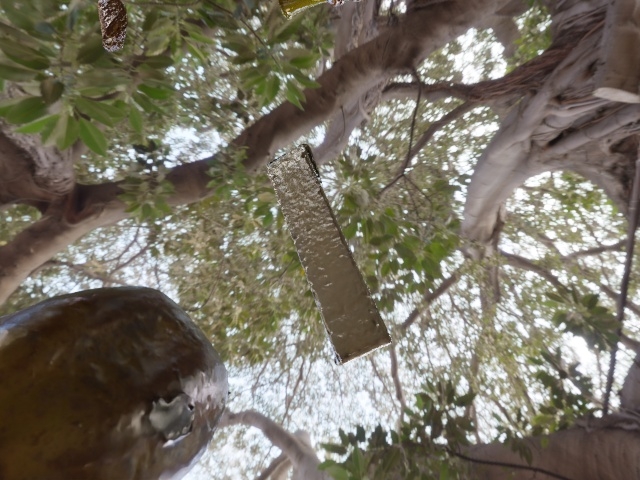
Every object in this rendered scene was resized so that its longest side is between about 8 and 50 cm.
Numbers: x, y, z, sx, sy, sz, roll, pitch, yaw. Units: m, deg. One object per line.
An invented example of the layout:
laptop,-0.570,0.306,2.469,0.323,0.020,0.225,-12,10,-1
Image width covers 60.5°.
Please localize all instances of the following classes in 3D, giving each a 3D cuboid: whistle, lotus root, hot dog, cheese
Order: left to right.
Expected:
lotus root,-0.183,0.135,0.440,0.193,0.291,0.193,-2,-97,12
hot dog,-0.293,-0.307,0.775,0.035,0.058,0.083,-3,-119,-27
cheese,-0.002,-0.001,0.814,0.085,0.034,0.400,-24,-129,4
whistle,0.015,-0.264,0.580,0.109,0.057,0.046,-1,-78,17
